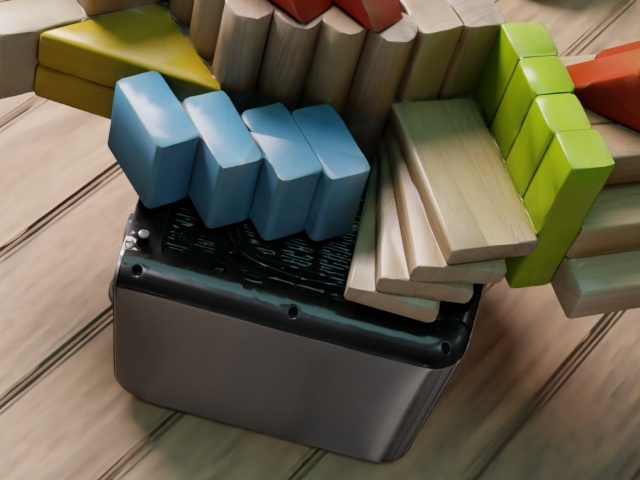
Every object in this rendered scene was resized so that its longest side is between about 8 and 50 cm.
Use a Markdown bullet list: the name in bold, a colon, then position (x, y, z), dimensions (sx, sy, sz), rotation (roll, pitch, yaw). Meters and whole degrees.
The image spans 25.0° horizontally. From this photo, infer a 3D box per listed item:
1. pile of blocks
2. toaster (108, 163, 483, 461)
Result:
- **pile of blocks**: position (0.020, -0.065, 0.612), dimensions (0.362, 0.113, 0.149), rotation (13, 50, -4)
- **toaster**: position (0.000, 0.000, 0.700), dimensions (0.185, 0.110, 0.168), rotation (15, 51, -3)
